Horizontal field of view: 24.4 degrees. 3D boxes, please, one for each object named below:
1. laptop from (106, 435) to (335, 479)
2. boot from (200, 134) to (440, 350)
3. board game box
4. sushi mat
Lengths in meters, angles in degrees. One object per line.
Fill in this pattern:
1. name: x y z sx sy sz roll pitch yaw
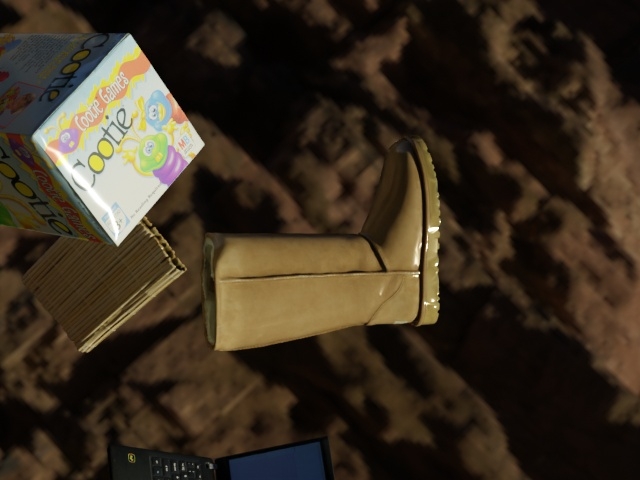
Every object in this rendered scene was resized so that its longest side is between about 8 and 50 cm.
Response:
1. laptop: -0.113 0.358 1.834 0.264 0.234 0.136 16 -36 -41
2. boot: 0.000 0.000 1.682 0.089 0.269 0.236 167 -81 -73
3. board game box: -0.274 -0.104 1.432 0.275 0.144 0.142 9 -38 45
4. sushi mat: -0.310 0.047 2.069 0.151 0.019 0.316 50 -42 -2
